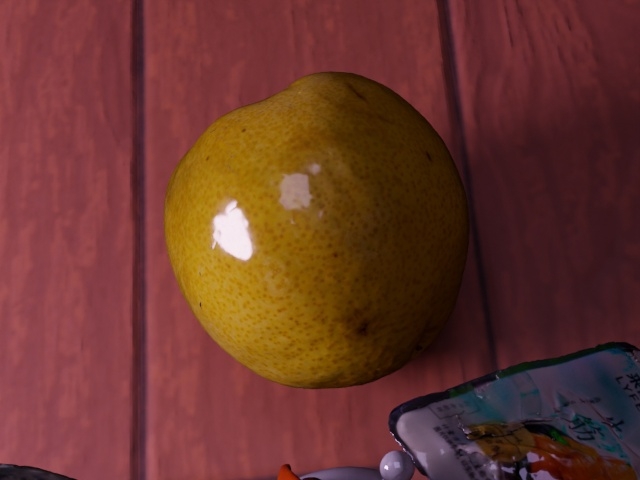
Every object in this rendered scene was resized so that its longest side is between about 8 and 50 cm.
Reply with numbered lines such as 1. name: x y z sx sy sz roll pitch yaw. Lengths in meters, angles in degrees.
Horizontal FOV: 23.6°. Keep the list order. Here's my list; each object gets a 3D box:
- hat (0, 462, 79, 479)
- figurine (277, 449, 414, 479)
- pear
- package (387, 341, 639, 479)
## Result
1. hat: -0.180 0.245 0.897 0.266 0.128 0.265 0 93 -7
2. figurine: 0.024 0.202 0.851 0.160 0.226 0.183 -29 59 -14
3. pear: 0.000 0.000 1.001 0.209 0.209 0.209 -3 57 5
4. package: 0.164 0.138 0.936 0.232 0.040 0.166 -10 54 -33
